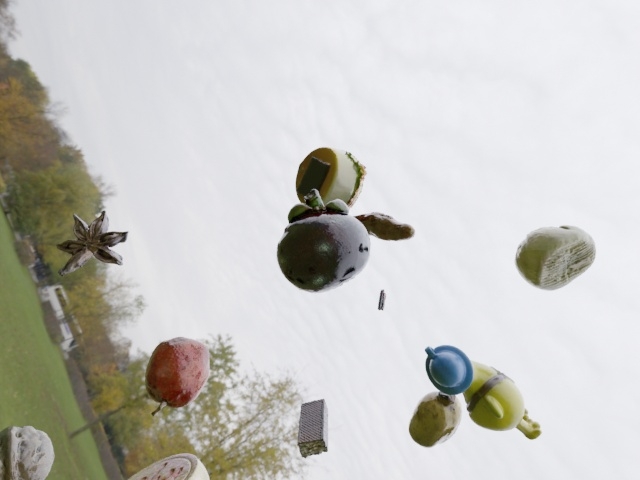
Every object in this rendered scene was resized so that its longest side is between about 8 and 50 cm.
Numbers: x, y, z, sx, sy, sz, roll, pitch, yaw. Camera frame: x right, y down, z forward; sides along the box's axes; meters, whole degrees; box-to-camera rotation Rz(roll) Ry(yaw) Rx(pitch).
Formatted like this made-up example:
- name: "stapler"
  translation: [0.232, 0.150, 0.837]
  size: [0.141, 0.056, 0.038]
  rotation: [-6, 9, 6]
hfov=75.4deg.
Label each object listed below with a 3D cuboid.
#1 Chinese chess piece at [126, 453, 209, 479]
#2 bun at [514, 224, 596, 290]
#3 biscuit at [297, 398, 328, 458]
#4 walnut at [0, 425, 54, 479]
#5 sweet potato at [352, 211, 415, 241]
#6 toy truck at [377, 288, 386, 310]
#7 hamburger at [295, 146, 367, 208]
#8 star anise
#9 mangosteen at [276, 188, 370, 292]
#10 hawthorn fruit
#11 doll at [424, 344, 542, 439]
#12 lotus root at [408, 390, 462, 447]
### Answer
- name: "Chinese chess piece"
  translation: [-0.427, 0.690, 1.092]
  size: [0.270, 0.270, 0.111]
  rotation: [-14, -84, 57]
- name: "bun"
  translation: [0.602, 0.032, 1.076]
  size: [0.127, 0.193, 0.178]
  rotation: [-117, -173, -55]
- name: "biscuit"
  translation: [-0.026, 0.736, 1.631]
  size: [0.252, 0.107, 0.070]
  rotation: [-85, 158, -72]
- name: "walnut"
  translation: [-0.914, 0.665, 1.228]
  size: [0.224, 0.224, 0.223]
  rotation: [32, -47, 43]
- name: "sweet potato"
  translation: [0.214, -0.053, 1.493]
  size: [0.355, 0.106, 0.095]
  rotation: [13, -73, 49]
- name: "toy truck"
  translation: [0.236, 0.228, 1.593]
  size: [0.024, 0.083, 0.032]
  rotation: [-5, -37, 33]
- name: "hamburger"
  translation: [0.039, -0.226, 1.620]
  size: [0.294, 0.179, 0.275]
  rotation: [34, -76, 45]
- name: "star anise"
  translation: [-0.625, 0.003, 1.144]
  size: [0.063, 0.208, 0.171]
  rotation: [60, 20, -76]
- name: "mangosteen"
  translation: [-0.003, 0.012, 0.937]
  size: [0.216, 0.216, 0.215]
  rotation: [32, -47, 43]
- name: "hawthorn fruit"
  translation: [-0.456, 0.431, 1.301]
  size: [0.205, 0.205, 0.253]
  rotation: [112, -9, -47]
- name: "doll"
  translation: [0.392, 0.370, 1.038]
  size: [0.363, 0.145, 0.199]
  rotation: [38, 6, -14]
- name: "lotus root"
  translation: [0.403, 0.618, 1.442]
  size: [0.146, 0.160, 0.283]
  rotation: [36, -50, 33]
